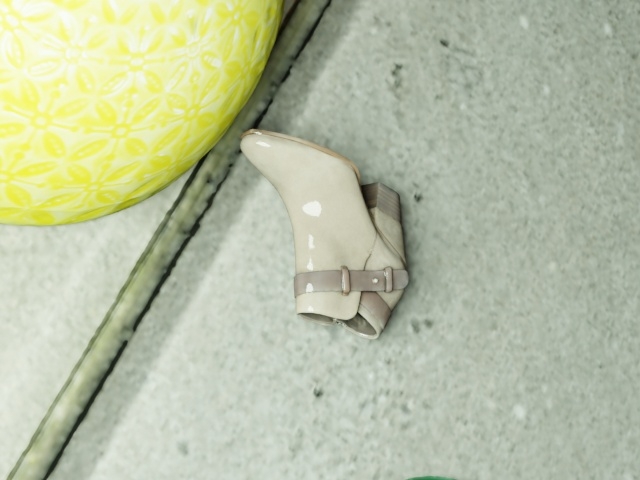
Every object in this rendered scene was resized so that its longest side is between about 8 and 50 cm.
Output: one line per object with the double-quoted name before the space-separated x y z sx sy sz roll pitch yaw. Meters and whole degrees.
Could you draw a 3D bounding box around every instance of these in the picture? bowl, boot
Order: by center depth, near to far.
"bowl" -0.120 -0.163 0.854 0.289 0.156 0.289 10 71 -31
"boot" 0.000 0.000 0.959 0.118 0.042 0.087 23 68 -26

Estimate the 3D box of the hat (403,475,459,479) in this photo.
"hat" 0.104 0.208 0.881 0.173 0.183 0.208 36 60 -21
